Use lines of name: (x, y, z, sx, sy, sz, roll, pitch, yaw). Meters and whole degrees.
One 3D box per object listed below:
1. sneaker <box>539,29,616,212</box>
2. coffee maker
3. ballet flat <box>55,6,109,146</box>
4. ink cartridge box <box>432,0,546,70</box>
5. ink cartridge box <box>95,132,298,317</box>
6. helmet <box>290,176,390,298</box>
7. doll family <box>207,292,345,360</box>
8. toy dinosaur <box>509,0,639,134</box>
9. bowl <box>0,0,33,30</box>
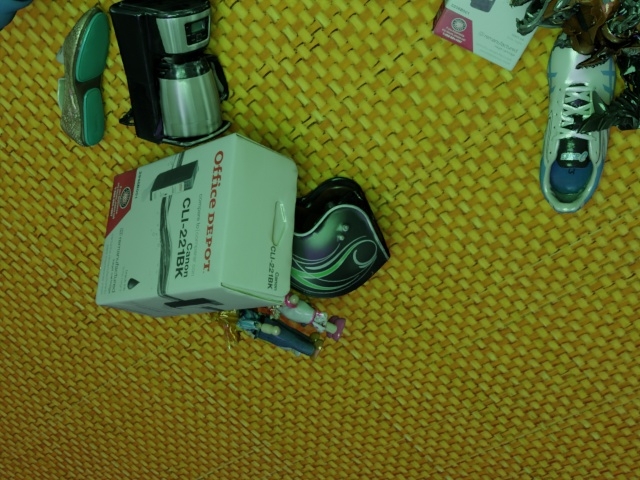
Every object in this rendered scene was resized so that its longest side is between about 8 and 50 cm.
sneaker: (0.319, -0.144, 0.850, 0.085, 0.086, 0.237, 1, 120, 14)
coffee maker: (-0.213, -0.227, 0.901, 0.171, 0.120, 0.178, 3, 121, 12)
ballet flat: (-0.341, -0.230, 0.962, 0.067, 0.073, 0.206, 24, 121, 15)
ink cartridge box: (0.212, -0.293, 0.793, 0.109, 0.063, 0.151, 25, 124, -3)
ink cartridge box: (-0.170, -0.009, 0.924, 0.272, 0.197, 0.114, -10, 159, 40)
helmet: (0.000, 0.000, 0.968, 0.161, 0.169, 0.169, -25, 114, 9)
doll family: (-0.084, 0.121, 1.007, 0.163, 0.263, 0.118, 26, 82, -14)
toy dinosaur: (0.360, -0.230, 0.725, 0.321, 0.164, 0.219, -4, 95, 7)
bowl: (-0.425, -0.401, 0.695, 0.077, 0.391, 0.391, -23, 115, 4)
